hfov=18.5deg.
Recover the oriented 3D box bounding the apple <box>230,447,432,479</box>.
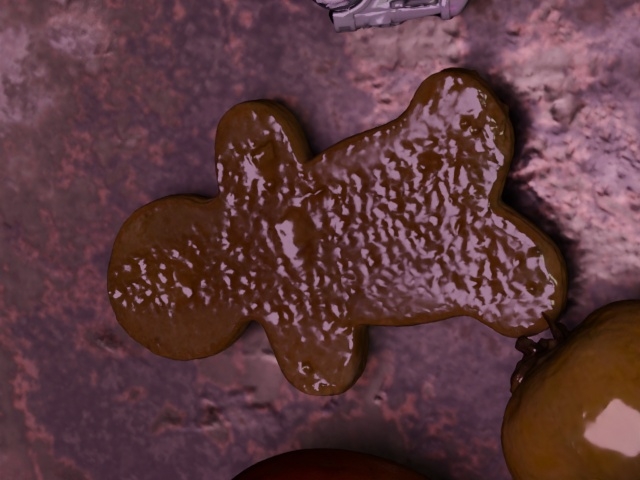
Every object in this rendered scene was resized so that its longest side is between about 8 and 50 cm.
[{"bbox_3d":[0.016,0.247,1.208,0.230,0.230,0.230,4,101,20],"label":"apple"}]

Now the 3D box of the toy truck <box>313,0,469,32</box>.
[{"bbox_3d":[0.050,-0.233,1.164,0.116,0.110,0.216,-1,99,9],"label":"toy truck"}]

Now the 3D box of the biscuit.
[{"bbox_3d":[0.000,0.000,1.256,0.302,0.049,0.196,-16,90,22],"label":"biscuit"}]

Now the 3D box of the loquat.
[{"bbox_3d":[0.181,0.108,1.162,0.163,0.137,0.163,14,125,22],"label":"loquat"}]
